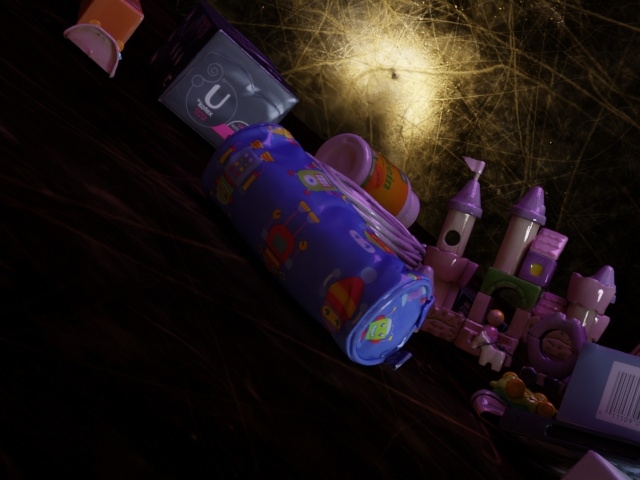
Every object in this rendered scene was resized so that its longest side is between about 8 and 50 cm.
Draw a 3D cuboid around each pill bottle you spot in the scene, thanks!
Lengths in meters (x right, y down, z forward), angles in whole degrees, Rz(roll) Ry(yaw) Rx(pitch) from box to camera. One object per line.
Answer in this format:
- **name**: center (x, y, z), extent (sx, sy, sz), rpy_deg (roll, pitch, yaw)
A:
- **pill bottle**: center (0.099, -0.106, 2.311), extent (0.245, 0.136, 0.136), rpy_deg (33, 11, -49)

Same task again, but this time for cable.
- **cable**: center (0.048, -0.032, 1.823), extent (0.257, 0.089, 0.257), rpy_deg (45, 8, 27)

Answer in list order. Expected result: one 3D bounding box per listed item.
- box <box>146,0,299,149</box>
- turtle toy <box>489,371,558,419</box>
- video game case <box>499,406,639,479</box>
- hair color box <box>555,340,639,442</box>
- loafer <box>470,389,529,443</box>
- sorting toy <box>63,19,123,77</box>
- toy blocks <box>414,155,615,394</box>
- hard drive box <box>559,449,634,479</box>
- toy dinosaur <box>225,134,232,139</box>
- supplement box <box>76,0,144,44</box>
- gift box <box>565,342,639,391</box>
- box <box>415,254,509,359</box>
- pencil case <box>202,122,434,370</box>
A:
- **box**: center (-0.157, -0.247, 1.768), extent (0.165, 0.143, 0.270), rpy_deg (40, 8, -22)
- **turtle toy**: center (0.280, 0.235, 1.554), extent (0.130, 0.066, 0.095), rpy_deg (37, 3, 3)
- **video game case**: center (0.388, 0.294, 1.418), extent (0.248, 0.035, 0.275), rpy_deg (10, -21, 42)
- **hair color box**: center (0.448, 0.266, 1.516), extent (0.185, 0.114, 0.374), rpy_deg (15, -19, 28)
- **loafer**: center (0.247, 0.241, 1.489), extent (0.125, 0.045, 0.039), rpy_deg (33, 27, -17)
- **sorting toy**: center (-0.297, -0.254, 1.530), extent (0.083, 0.045, 0.075), rpy_deg (42, -12, -4)
- **toy blocks**: center (0.280, 0.045, 1.627), extent (0.288, 0.260, 0.309), rpy_deg (23, 2, 18)
- **hard drive box**: center (0.373, 0.360, 1.246), extent (0.181, 0.089, 0.232), rpy_deg (37, 10, -38)
- **toy dinosaur**: center (-0.039, -0.050, 1.582), extent (0.268, 0.064, 0.118), rpy_deg (41, 22, -14)
- **supplement box**: center (-0.327, -0.355, 1.774), extent (0.080, 0.078, 0.233), rpy_deg (36, 8, -18)
- **gift box**: center (0.535, 0.292, 1.847), extent (0.276, 0.255, 0.258), rpy_deg (49, 10, 8)
- **box**: center (0.226, 0.111, 1.954), extent (0.180, 0.077, 0.147), rpy_deg (47, 9, 30)
- **pencil case**: center (0.000, 0.000, 1.243), extent (0.133, 0.119, 0.306), rpy_deg (-10, 46, -42)
